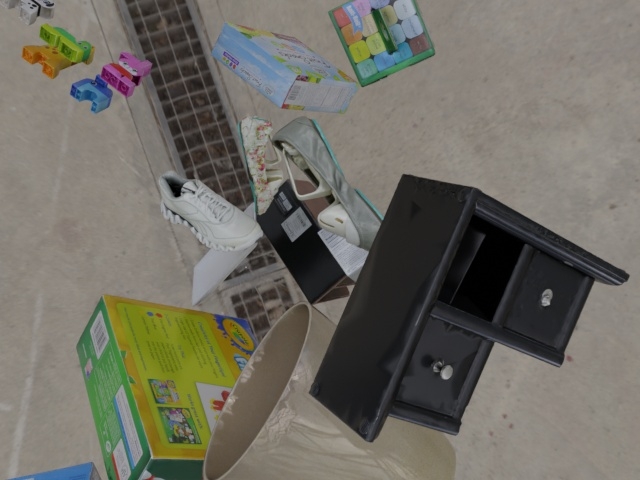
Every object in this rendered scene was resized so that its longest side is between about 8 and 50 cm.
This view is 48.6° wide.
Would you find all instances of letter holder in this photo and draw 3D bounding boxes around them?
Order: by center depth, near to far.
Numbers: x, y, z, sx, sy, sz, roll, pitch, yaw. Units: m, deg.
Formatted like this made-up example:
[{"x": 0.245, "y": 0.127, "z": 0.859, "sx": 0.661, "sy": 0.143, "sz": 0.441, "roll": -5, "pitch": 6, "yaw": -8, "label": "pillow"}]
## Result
[{"x": 0.000, "y": 0.000, "z": 1.904, "sx": 0.152, "sy": 0.214, "sz": 0.301, "roll": -43, "pitch": 70, "yaw": 26, "label": "letter holder"}]

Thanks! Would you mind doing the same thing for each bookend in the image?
[{"x": 0.099, "y": 0.060, "z": 0.464, "sx": 0.156, "sy": 0.072, "sz": 0.157, "roll": 24, "pitch": 89, "yaw": -31, "label": "bookend"}]

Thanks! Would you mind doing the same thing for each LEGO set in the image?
[{"x": -0.331, "y": -0.260, "z": 0.987, "sx": 0.227, "sy": 0.087, "sz": 0.093, "roll": 37, "pitch": 41, "yaw": 6, "label": "LEGO set"}]

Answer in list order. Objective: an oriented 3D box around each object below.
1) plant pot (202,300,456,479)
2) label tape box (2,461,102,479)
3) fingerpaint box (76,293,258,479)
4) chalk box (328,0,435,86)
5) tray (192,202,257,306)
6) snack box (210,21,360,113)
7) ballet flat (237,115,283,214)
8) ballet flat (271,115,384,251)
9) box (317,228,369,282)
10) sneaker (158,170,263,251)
[{"x": 0.030, "y": 0.257, "z": 0.923, "sx": 0.274, "sy": 0.256, "sz": 0.256, "roll": 32, "pitch": 85, "yaw": -11, "label": "plant pot"}, {"x": -0.572, "y": 0.657, "z": 1.543, "sx": 0.249, "sy": 0.115, "sz": 0.347, "roll": -11, "pitch": 122, "yaw": -4, "label": "label tape box"}, {"x": -0.265, "y": 0.335, "z": 1.458, "sx": 0.371, "sy": 0.444, "sz": 0.163, "roll": 15, "pitch": 116, "yaw": -38, "label": "fingerpaint box"}, {"x": 0.137, "y": -0.455, "z": 1.544, "sx": 0.179, "sy": 0.289, "sz": 0.180, "roll": -22, "pitch": 103, "yaw": 15, "label": "chalk box"}, {"x": -0.229, "y": 0.040, "z": 1.735, "sx": 0.030, "sy": 0.145, "sz": 0.270, "roll": 29, "pitch": 122, "yaw": -27, "label": "tray"}, {"x": -0.055, "y": -0.293, "z": 1.220, "sx": 0.174, "sy": 0.207, "sz": 0.070, "roll": 41, "pitch": 116, "yaw": 22, "label": "snack box"}, {"x": -0.117, "y": -0.151, "z": 1.477, "sx": 0.077, "sy": 0.091, "sz": 0.240, "roll": -7, "pitch": 133, "yaw": 0, "label": "ballet flat"}, {"x": 0.013, "y": -0.050, "z": 0.832, "sx": 0.068, "sy": 0.072, "sz": 0.213, "roll": -31, "pitch": 76, "yaw": -11, "label": "ballet flat"}, {"x": 0.086, "y": 0.004, "z": 1.647, "sx": 0.126, "sy": 0.072, "sz": 0.137, "roll": -37, "pitch": 65, "yaw": 6, "label": "box"}, {"x": -0.259, "y": -0.068, "z": 1.603, "sx": 0.292, "sy": 0.118, "sz": 0.110, "roll": 24, "pitch": 53, "yaw": 25, "label": "sneaker"}]
